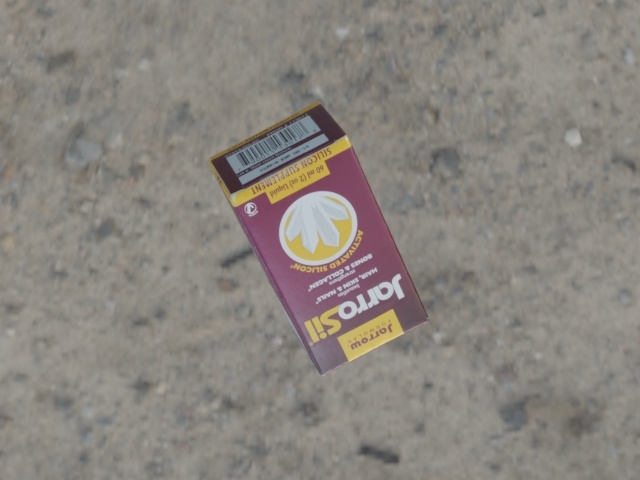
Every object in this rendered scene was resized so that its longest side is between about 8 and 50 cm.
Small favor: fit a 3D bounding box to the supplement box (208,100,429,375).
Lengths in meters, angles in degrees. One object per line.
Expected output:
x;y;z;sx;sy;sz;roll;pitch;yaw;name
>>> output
0.000;0.000;1.256;0.104;0.081;0.188;-28;120;-3;supplement box
